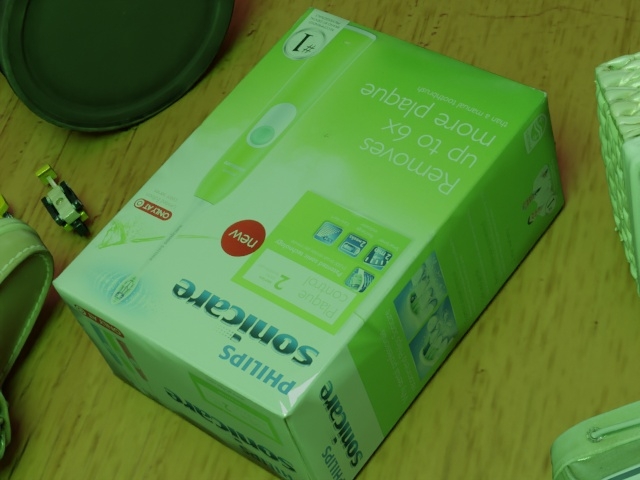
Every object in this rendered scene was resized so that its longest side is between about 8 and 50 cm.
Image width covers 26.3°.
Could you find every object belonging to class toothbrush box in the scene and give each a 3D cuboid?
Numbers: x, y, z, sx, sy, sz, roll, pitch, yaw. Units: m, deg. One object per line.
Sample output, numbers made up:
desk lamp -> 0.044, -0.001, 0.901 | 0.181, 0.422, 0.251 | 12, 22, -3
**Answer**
toothbrush box -> 0.000, 0.000, 0.925 | 0.206, 0.122, 0.283 | 26, 65, 32

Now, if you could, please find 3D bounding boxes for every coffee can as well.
coffee can -> -0.226, -0.244, 1.136 | 0.201, 0.201, 0.275 | -36, 51, -12

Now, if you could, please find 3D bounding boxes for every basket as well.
basket -> 0.240, -0.038, 0.855 | 0.113, 0.167, 0.103 | -15, 45, 5

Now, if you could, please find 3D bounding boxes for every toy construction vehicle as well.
toy construction vehicle -> -0.221, -0.008, 1.060 | 0.086, 0.035, 0.098 | -41, 49, -2

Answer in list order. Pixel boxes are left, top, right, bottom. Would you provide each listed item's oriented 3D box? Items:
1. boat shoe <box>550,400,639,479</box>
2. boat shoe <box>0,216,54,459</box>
boat shoe -> 0.272, 0.102, 0.771 | 0.302, 0.109, 0.094 | -19, 47, 5
boat shoe -> -0.252, 0.125, 0.916 | 0.098, 0.109, 0.302 | 19, 66, 23
